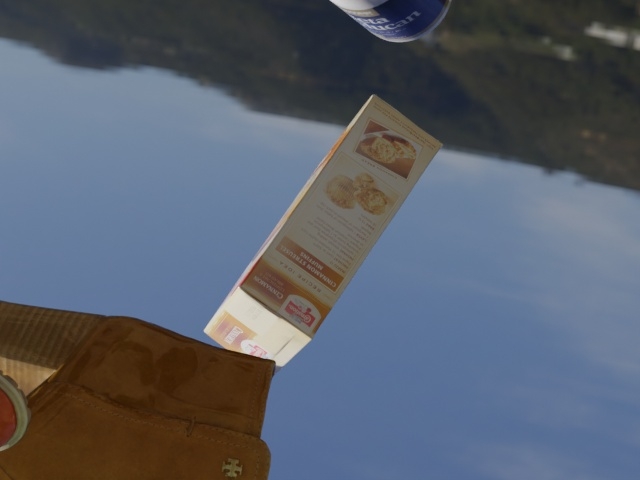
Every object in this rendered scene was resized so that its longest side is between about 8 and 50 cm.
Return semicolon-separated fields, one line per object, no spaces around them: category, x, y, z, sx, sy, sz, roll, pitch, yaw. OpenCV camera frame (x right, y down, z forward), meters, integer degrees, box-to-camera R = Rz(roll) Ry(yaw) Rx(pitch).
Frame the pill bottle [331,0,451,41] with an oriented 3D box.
pill bottle;0.046;-0.236;1.550;0.094;0.094;0.169;14;176;24

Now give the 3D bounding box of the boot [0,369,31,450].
boot;-0.235;0.094;0.946;0.157;0.059;0.084;6;-165;5

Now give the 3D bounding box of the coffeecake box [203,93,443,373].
coffeecake box;0.000;0.000;1.364;0.068;0.185;0.142;35;159;-3

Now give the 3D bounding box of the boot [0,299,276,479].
boot;-0.145;0.176;1.127;0.211;0.295;0.104;15;150;3
